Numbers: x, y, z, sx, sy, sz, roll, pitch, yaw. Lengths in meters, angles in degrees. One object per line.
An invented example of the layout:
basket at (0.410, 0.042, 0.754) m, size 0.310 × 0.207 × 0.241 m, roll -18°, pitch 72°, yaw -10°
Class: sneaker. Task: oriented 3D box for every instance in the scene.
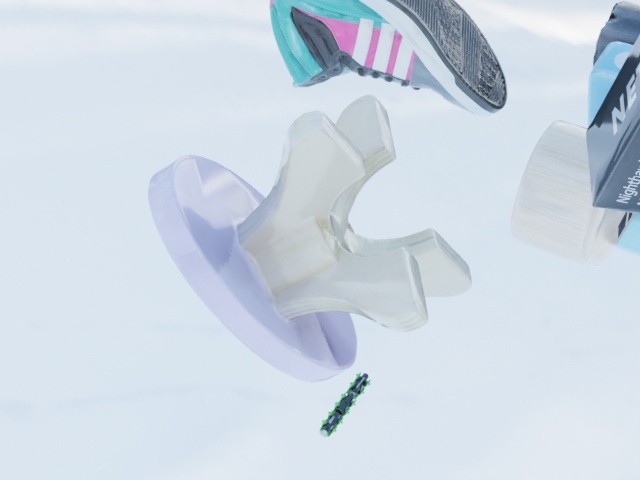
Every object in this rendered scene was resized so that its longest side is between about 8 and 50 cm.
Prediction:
sneaker at (0.054, -0.213, 2.102) m, size 0.295 × 0.178 × 0.124 m, roll 41°, pitch 42°, yaw -19°

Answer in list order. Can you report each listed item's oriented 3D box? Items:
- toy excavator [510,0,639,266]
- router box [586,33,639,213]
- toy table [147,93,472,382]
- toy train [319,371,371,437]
toy excavator at (0.347, -0.069, 2.033) m, size 0.222 × 0.445 × 0.433 m, roll 20°, pitch -31°, yaw 20°
router box at (0.362, -0.124, 1.385) m, size 0.243 × 0.309 × 0.081 m, roll 9°, pitch 53°, yaw -9°
toy table at (0.000, 0.000, 1.610) m, size 0.274 × 0.161 × 0.252 m, roll 34°, pitch 34°, yaw -52°
toy train at (0.022, 0.159, 1.813) m, size 0.017 × 0.023 × 0.083 m, roll 38°, pitch 54°, yaw 1°
